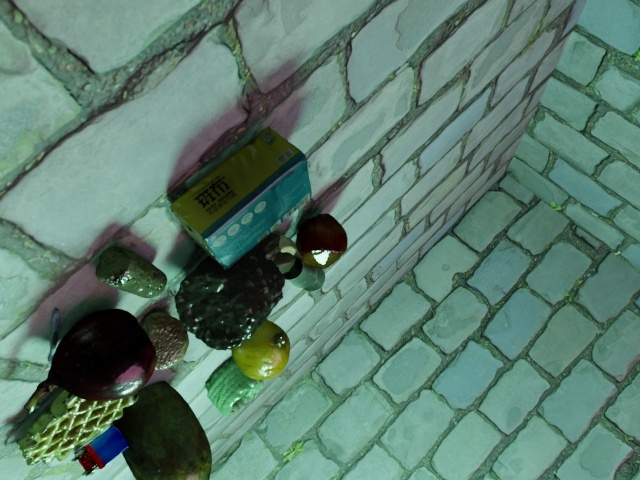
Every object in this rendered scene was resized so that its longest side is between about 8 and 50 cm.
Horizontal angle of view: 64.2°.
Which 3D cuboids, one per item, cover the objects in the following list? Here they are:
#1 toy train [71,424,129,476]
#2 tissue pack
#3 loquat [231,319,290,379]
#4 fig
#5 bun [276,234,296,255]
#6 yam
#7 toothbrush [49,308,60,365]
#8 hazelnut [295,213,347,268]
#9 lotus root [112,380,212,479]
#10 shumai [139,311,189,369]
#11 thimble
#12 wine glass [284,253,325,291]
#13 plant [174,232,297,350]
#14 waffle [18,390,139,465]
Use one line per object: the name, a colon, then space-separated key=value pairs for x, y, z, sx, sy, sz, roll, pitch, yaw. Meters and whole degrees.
toy train: x=-0.631 y=0.603 z=1.455 sx=0.131 sy=0.082 sz=0.204 roll=-37 pitch=179 yaw=-37
tissue pack: x=-0.161 y=-0.087 z=1.080 sx=0.271 sy=0.134 sz=0.192 roll=-42 pitch=160 yaw=-14
loquat: x=-0.196 y=0.377 z=1.795 sx=0.246 sy=0.213 sz=0.213 roll=-33 pitch=174 yaw=40
fig: x=-0.469 y=0.246 z=1.030 sx=0.250 sy=0.204 sz=0.186 roll=-16 pitch=109 yaw=-33
bun: x=-0.127 y=0.030 z=1.486 sx=0.115 sy=0.069 sz=0.115 roll=-40 pitch=158 yaw=-20
yam: x=-0.376 y=0.070 z=1.028 sx=0.078 sy=0.078 sz=0.179 roll=-44 pitch=161 yaw=-7
toothbrush: x=-0.538 y=0.200 z=1.033 sx=0.013 sy=0.019 sz=0.193 roll=-25 pitch=150 yaw=-46
hazelnut: x=-0.004 y=0.007 z=1.590 sx=0.170 sy=0.160 sz=0.202 roll=-45 pitch=-172 yaw=-22
lotus root: x=-0.469 y=0.626 z=1.559 sx=0.251 sy=0.346 sz=0.250 roll=-33 pitch=157 yaw=-16
shumai: x=-0.408 y=0.254 z=1.297 sx=0.146 sy=0.145 sz=0.116 roll=-38 pitch=-164 yaw=-25
thimble: x=-0.334 y=0.570 z=2.007 sx=0.219 sy=0.150 sz=0.219 roll=-40 pitch=159 yaw=-19
wine glass: x=-0.063 y=0.109 z=1.735 sx=0.103 sy=0.103 sz=0.231 roll=-47 pitch=158 yaw=1
plant: x=-0.198 y=0.106 z=1.266 sx=0.215 sy=0.213 sz=0.312 roll=-53 pitch=-177 yaw=33
waffle: x=-0.599 y=0.432 z=1.288 sx=0.317 sy=0.073 sz=0.297 roll=-42 pitch=160 yaw=-22
